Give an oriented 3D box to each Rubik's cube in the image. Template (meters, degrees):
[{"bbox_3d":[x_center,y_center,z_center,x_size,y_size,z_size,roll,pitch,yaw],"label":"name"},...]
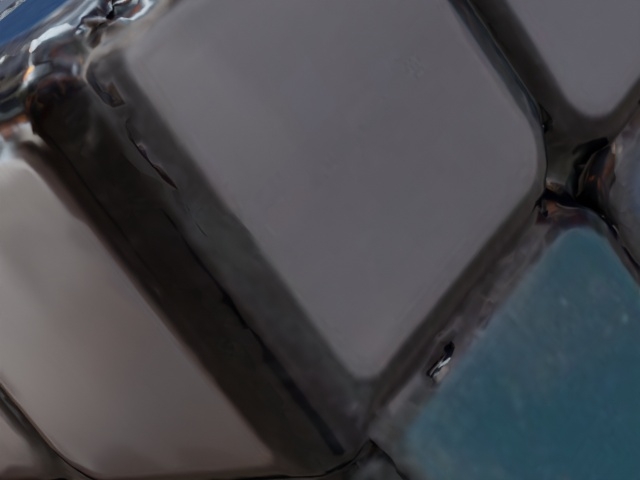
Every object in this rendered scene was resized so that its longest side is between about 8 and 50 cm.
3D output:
[{"bbox_3d":[0.000,0.000,0.670,0.316,0.318,0.313,-12,29,50],"label":"Rubik's cube"}]
